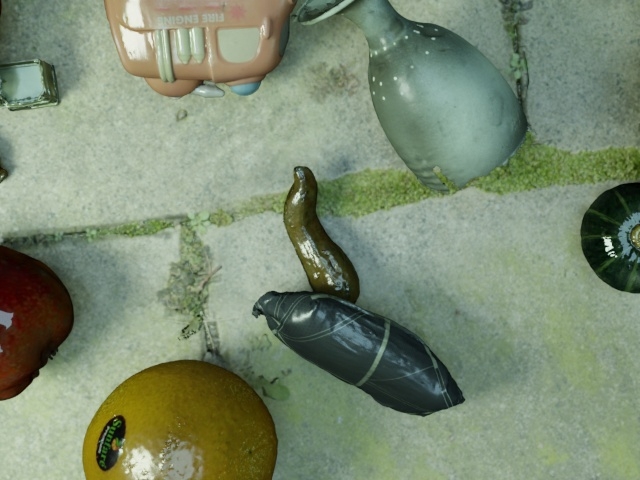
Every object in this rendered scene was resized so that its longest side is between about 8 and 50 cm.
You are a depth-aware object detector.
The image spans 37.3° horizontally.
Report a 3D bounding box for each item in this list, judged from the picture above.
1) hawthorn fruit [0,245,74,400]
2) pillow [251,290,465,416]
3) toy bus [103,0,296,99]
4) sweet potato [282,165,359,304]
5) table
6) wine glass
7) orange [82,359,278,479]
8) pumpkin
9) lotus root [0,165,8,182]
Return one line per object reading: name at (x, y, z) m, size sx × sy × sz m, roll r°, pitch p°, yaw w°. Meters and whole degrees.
hawthorn fruit at (-0.480, 0.099, 1.338) m, size 0.248 × 0.208 × 0.208 m, roll 36°, pitch 92°, yaw -13°
pillow at (0.054, 0.164, 1.401) m, size 0.335 × 0.161 × 0.093 m, roll 30°, pitch 58°, yaw -7°
toy bus at (-0.164, -0.316, 1.335) m, size 0.287 × 0.194 × 0.232 m, roll -2°, pitch 102°, yaw -3°
sweet potato at (-0.006, 0.000, 1.421) m, size 0.081 × 0.062 × 0.233 m, roll -15°, pitch 103°, yaw 33°
table at (-0.430, -0.225, 1.376) m, size 0.079 × 0.083 × 0.062 m, roll -8°, pitch 94°, yaw -3°
wine glass at (0.133, -0.231, 1.308) m, size 0.190 × 0.190 × 0.357 m, roll -41°, pitch 116°, yaw 1°
orange at (-0.198, 0.300, 1.343) m, size 0.274 × 0.274 × 0.274 m, roll 0°, pitch 94°, yaw -3°
pumpkin at (0.473, -0.004, 1.417) m, size 0.167 × 0.125 × 0.167 m, roll 0°, pitch 92°, yaw -3°
lotus root at (-0.531, -0.131, 1.391) m, size 0.152 × 0.063 × 0.072 m, roll 27°, pitch 102°, yaw -8°
